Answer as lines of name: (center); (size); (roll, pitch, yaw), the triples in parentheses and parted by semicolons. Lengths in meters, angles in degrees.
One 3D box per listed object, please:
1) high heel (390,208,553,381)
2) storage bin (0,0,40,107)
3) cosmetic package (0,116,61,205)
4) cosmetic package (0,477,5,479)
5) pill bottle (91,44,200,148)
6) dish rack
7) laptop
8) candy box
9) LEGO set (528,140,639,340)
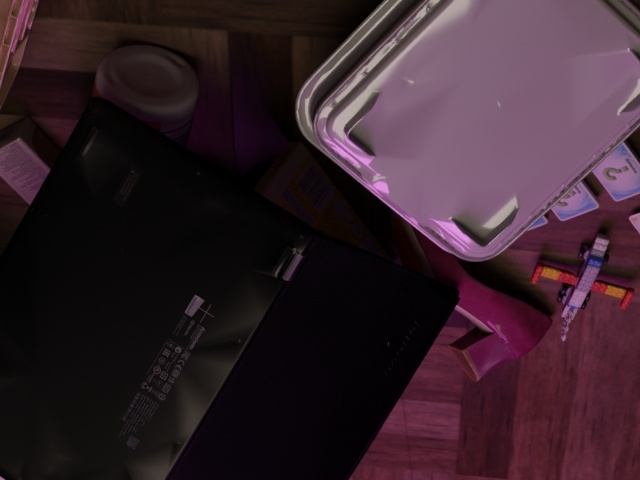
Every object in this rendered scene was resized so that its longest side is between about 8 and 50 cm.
high heel: (0.169, 0.034, 1.827); (0.117, 0.082, 0.244); (-34, 107, -13)
storage bin: (-0.412, -0.260, 1.609); (0.262, 0.123, 0.260); (19, 133, -8)
cosmetic package: (-0.311, -0.076, 1.812); (0.060, 0.041, 0.115); (-23, 125, 27)
cosmetic package: (-0.329, 0.170, 1.901); (0.453, 0.230, 0.161); (2, 120, 8)
pill bottle: (-0.195, -0.101, 1.723); (0.108, 0.108, 0.193); (15, 133, -3)
dish rack: (0.172, -0.140, 1.581); (0.285, 0.072, 0.333); (38, 110, -23)
laptop: (-0.130, 0.118, 1.712); (0.408, 0.236, 0.382); (32, 97, 6)
candy box: (0.000, 0.000, 1.786); (0.027, 0.105, 0.206); (7, 143, 50)
LEGO set: (0.302, 0.010, 1.772); (0.182, 0.060, 0.244); (-21, 126, 31)
